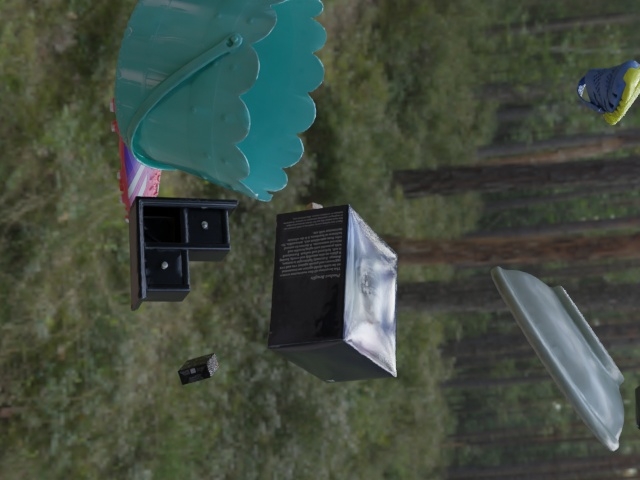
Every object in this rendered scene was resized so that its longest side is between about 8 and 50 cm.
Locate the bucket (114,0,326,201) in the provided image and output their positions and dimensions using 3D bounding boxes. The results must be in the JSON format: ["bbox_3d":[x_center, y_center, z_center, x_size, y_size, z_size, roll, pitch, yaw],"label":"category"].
[{"bbox_3d":[-0.122,-0.198,1.209,0.281,0.183,0.281,15,90,-76],"label":"bucket"}]

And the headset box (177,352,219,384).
[{"bbox_3d":[-0.242,0.254,1.920,0.083,0.062,0.032,-54,127,-79],"label":"headset box"}]

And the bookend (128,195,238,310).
[{"bbox_3d":[-0.202,0.021,1.432,0.072,0.156,0.157,136,-47,-63],"label":"bookend"}]

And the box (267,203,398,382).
[{"bbox_3d":[0.037,0.122,2.036,0.296,0.182,0.294,40,48,-56],"label":"box"}]

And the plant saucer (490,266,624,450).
[{"bbox_3d":[0.469,0.198,1.807,0.400,0.100,0.400,53,12,-16],"label":"plant saucer"}]

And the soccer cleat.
[{"bbox_3d":[-0.296,-0.132,1.613,0.083,0.095,0.248,-116,-159,-67],"label":"soccer cleat"}]

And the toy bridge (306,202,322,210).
[{"bbox_3d":[0.000,0.000,2.252,0.026,0.063,0.188,-29,-126,46],"label":"toy bridge"}]

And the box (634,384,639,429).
[{"bbox_3d":[0.869,0.344,1.935,0.312,0.343,0.179,44,23,1],"label":"box"}]

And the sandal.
[{"bbox_3d":[0.698,-0.369,2.331,0.126,0.138,0.317,-54,172,-2],"label":"sandal"}]
